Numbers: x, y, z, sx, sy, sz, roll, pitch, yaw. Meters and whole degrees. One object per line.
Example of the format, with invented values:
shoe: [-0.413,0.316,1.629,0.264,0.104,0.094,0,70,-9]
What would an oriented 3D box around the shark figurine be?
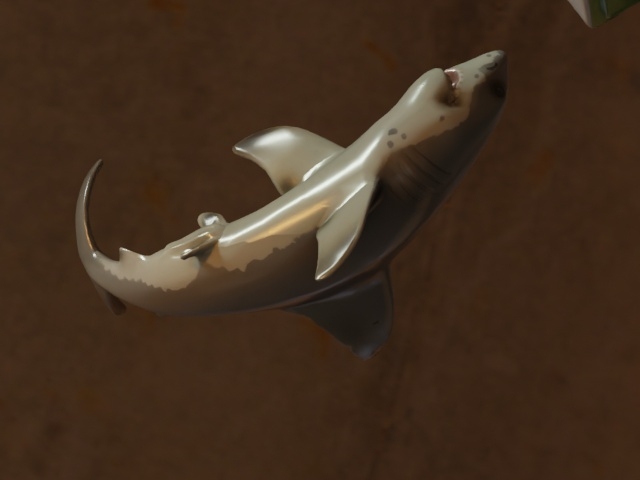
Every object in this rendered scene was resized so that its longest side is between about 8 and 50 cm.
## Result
shark figurine: [-0.023,0.018,1.000,0.116,0.278,0.166,53,-149,-30]

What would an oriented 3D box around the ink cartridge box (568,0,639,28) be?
ink cartridge box: [0.069,-0.195,0.791,0.062,0.209,0.109,-34,-29,-5]
